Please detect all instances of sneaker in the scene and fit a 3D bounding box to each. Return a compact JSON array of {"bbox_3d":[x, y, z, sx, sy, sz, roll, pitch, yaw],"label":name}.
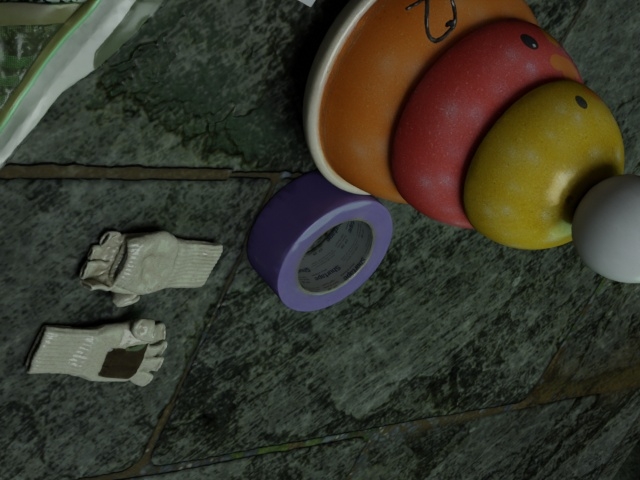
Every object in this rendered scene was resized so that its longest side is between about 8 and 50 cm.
[{"bbox_3d":[-0.332,-0.187,1.264,0.410,0.158,0.182,-44,114,4],"label":"sneaker"}]

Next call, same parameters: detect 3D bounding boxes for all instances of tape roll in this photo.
[{"bbox_3d":[0.000,0.000,1.791,0.189,0.080,0.189,-25,141,-22],"label":"tape roll"}]

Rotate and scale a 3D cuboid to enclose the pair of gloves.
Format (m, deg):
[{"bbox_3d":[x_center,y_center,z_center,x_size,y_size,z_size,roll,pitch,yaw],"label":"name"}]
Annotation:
[{"bbox_3d":[-0.242,0.088,1.678,0.204,0.042,0.240,13,116,-50],"label":"pair of gloves"}]

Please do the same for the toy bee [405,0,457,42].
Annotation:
[{"bbox_3d":[0.106,-0.385,1.461,0.298,0.162,0.195,-56,143,-26],"label":"toy bee"}]

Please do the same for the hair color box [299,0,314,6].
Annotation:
[{"bbox_3d":[-0.049,-0.327,1.425,0.167,0.053,0.093,19,111,-50],"label":"hair color box"}]

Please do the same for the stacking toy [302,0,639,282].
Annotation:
[{"bbox_3d":[0.241,-0.105,1.560,0.350,0.480,0.350,-28,140,-27],"label":"stacking toy"}]
